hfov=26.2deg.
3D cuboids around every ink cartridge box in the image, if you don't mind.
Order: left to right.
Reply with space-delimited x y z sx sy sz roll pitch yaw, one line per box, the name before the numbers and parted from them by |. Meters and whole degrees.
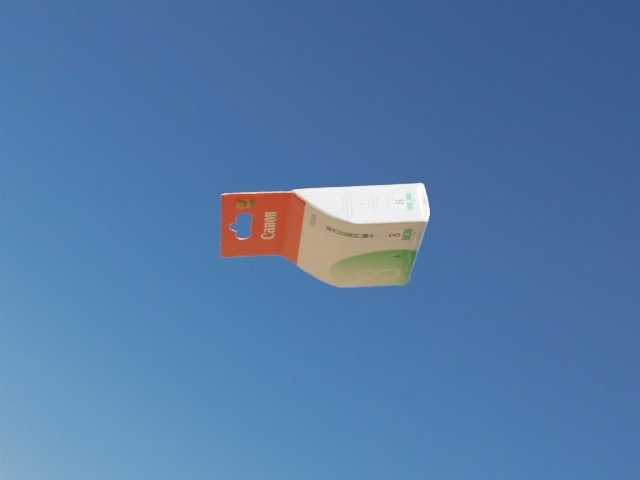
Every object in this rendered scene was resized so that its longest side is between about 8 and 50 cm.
ink cartridge box | 0.000 0.000 1.564 0.224 0.056 0.181 -4 -24 -6
